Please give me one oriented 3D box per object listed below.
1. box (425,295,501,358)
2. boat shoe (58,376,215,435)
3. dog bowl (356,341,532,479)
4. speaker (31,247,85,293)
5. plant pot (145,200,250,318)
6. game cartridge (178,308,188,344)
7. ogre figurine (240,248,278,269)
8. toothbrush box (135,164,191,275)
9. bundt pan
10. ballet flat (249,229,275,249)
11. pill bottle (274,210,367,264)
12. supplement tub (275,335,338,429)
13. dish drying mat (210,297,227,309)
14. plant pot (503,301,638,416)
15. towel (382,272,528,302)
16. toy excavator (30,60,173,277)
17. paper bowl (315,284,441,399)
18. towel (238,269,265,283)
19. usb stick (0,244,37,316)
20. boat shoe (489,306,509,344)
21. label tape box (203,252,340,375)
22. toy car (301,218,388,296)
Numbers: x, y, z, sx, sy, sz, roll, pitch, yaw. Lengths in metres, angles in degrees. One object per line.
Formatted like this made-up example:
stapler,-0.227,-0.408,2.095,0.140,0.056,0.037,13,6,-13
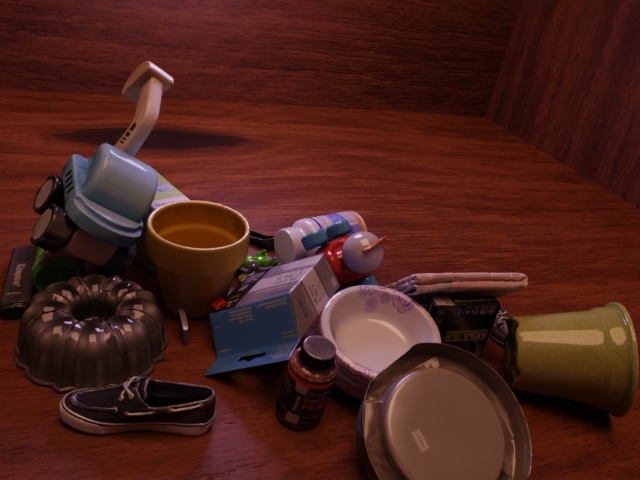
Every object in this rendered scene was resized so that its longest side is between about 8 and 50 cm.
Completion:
box,0.343,0.225,1.508,0.191,0.184,0.045,2,28,-19
boat shoe,-0.358,0.316,1.173,0.301,0.102,0.108,8,29,-6
dog bowl,0.227,0.378,1.147,0.349,0.102,0.348,9,56,-14
speaker,-0.676,0.025,1.552,0.131,0.131,0.296,0,31,-19
plant pot,-0.317,0.058,1.511,0.254,0.239,0.254,9,29,-5
game cartridge,-0.331,0.205,1.432,0.017,0.056,0.083,-8,34,-18
ogre figurine,-0.230,0.048,1.720,0.197,0.097,0.118,34,15,9
toothbrush box,-0.485,-0.064,1.703,0.122,0.206,0.283,-15,39,-40
bundt pan,-0.508,0.186,1.335,0.331,0.124,0.331,10,29,-5
ballet flat,-0.211,-0.020,1.885,0.173,0.049,0.057,21,29,17
pill bottle,0.000,0.000,1.821,0.272,0.152,0.152,-13,37,-36
supplement tub,-0.025,0.292,1.232,0.106,0.198,0.106,11,32,-7
dish drying mat,-0.246,0.152,1.432,0.032,0.008,0.083,-32,13,-14
plant pot,0.592,0.283,1.455,0.254,0.276,0.276,2,28,7
towel,0.327,0.139,1.586,0.317,0.053,0.332,1,-13,-17
toy excavator,-0.501,-0.196,1.496,0.222,0.445,0.433,33,16,-39
paper bowl,0.126,0.251,1.388,0.284,0.148,0.284,8,42,-7
towel,-0.148,0.122,1.677,0.148,0.027,0.110,-7,35,-32
usb stick,-0.748,0.096,1.488,0.077,0.045,0.278,1,31,-20
boat shoe,0.502,0.222,1.693,0.075,0.065,0.206,1,31,-19
label tape box,-0.126,0.166,1.409,0.241,0.106,0.333,-17,16,27
toy car,0.109,0.036,1.625,0.210,0.238,0.219,-22,87,-46
